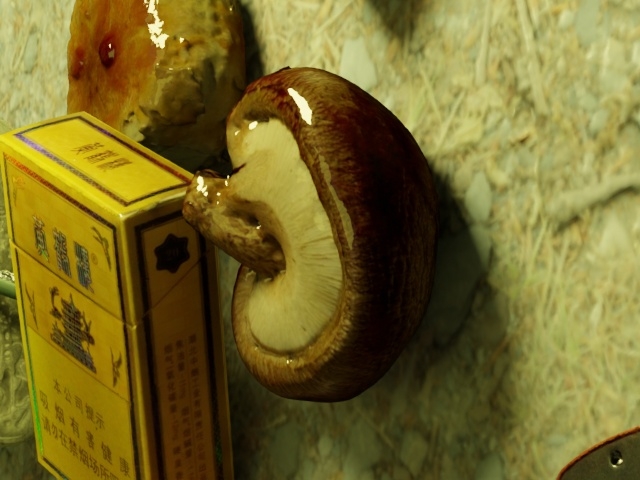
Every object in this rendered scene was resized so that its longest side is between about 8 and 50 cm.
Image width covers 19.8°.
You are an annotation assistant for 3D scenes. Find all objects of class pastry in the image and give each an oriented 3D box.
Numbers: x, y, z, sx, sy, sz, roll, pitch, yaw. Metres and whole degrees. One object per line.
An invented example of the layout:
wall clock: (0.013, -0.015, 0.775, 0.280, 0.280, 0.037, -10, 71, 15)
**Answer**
pastry: (-0.137, -0.136, 1.477, 0.229, 0.100, 0.218, 25, 107, 53)

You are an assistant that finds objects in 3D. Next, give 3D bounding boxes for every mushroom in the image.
mushroom: (0.011, -0.003, 1.255, 0.194, 0.138, 0.231, 21, 116, 38)

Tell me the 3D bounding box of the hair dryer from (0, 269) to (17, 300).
hair dryer: (-0.265, 0.044, 1.612, 0.047, 0.150, 0.071, -61, -11, -73)

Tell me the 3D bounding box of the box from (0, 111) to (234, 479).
box: (-0.155, 0.073, 1.414, 0.193, 0.084, 0.301, 29, 130, 46)

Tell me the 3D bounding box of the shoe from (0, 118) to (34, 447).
shoe: (-0.328, 0.046, 1.710, 0.159, 0.124, 0.316, -30, 63, 57)

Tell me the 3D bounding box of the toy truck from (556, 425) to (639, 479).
toy truck: (0.213, 0.223, 0.966, 0.107, 0.114, 0.253, -36, 61, 47)
